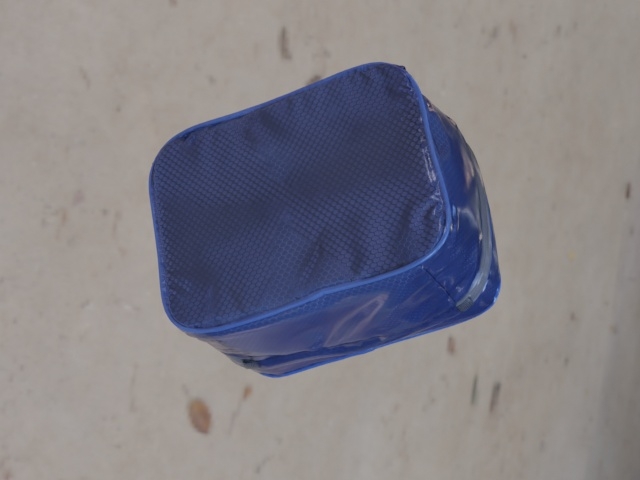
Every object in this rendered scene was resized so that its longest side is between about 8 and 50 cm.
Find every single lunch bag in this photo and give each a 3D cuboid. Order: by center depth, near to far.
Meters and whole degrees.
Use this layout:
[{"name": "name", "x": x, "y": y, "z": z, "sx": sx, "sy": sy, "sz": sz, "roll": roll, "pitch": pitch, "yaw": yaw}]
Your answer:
[{"name": "lunch bag", "x": 0.000, "y": 0.000, "z": 0.364, "sx": 0.065, "sy": 0.098, "sz": 0.067, "roll": 40, "pitch": 37, "yaw": -59}]
